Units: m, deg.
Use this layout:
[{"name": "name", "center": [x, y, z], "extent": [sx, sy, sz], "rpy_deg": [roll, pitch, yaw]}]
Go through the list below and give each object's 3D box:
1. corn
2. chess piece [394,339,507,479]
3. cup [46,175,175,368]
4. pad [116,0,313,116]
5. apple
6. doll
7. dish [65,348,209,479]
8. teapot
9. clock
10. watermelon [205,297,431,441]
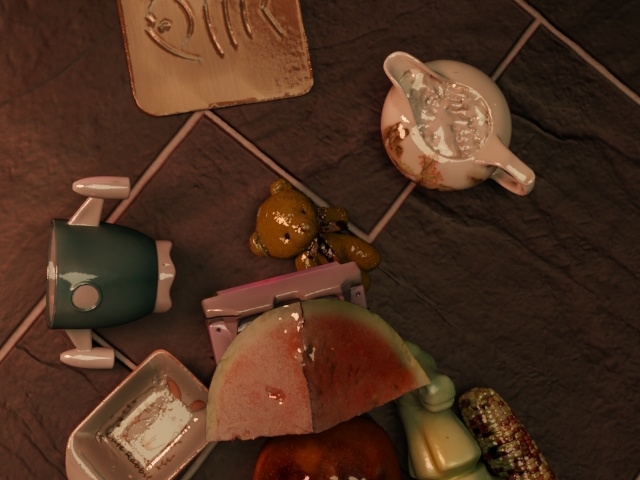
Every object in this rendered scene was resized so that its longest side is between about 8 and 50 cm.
[{"name": "corn", "center": [0.297, 0.335, 1.773], "extent": [0.086, 0.086, 0.253], "rpy_deg": [-32, 88, -10]}, {"name": "chess piece", "center": [0.171, 0.290, 1.709], "extent": [0.175, 0.176, 0.298], "rpy_deg": [-19, 88, -10]}, {"name": "cup", "center": [-0.304, 0.050, 1.664], "extent": [0.173, 0.167, 0.300], "rpy_deg": [1, 112, -18]}, {"name": "pad", "center": [-0.169, -0.347, 1.783], "extent": [0.283, 0.018, 0.287], "rpy_deg": [-10, 87, -10]}, {"name": "apple", "center": [0.010, 0.358, 1.660], "extent": [0.229, 0.230, 0.230], "rpy_deg": [1, 85, -9]}, {"name": "doll", "center": [0.000, 0.000, 1.747], "extent": [0.209, 0.097, 0.137], "rpy_deg": [26, 76, -12]}, {"name": "dish", "center": [-0.262, 0.289, 1.688], "extent": [0.234, 0.064, 0.154], "rpy_deg": [-44, 84, -11]}, {"name": "teapot", "center": [0.205, -0.172, 1.770], "extent": [0.298, 0.139, 0.204], "rpy_deg": [36, 79, -4]}, {"name": "clock", "center": [-0.038, 0.147, 1.704], "extent": [0.253, 0.083, 0.187], "rpy_deg": [-15, 113, -10]}, {"name": "watermelon", "center": [-0.004, 0.187, 1.592], "extent": [0.260, 0.256, 0.176], "rpy_deg": [-13, 53, -38]}]
